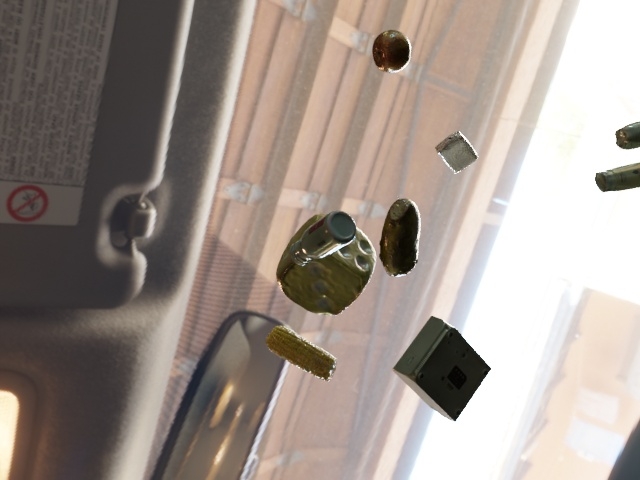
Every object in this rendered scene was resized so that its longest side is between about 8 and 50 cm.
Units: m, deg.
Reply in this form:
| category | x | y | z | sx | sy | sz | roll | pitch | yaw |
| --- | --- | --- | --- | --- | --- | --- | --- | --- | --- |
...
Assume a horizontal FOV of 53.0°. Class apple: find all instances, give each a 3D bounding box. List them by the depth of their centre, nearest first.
| category | x | y | z | sx | sy | sz | roll | pitch | yaw |
| --- | --- | --- | --- | --- | --- | --- | --- | --- | --- |
| apple | 0.142 | -0.373 | 1.264 | 0.071 | 0.084 | 0.083 | -15 | -50 | -15 |

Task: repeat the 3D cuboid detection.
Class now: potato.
| category | x | y | z | sx | sy | sz | roll | pitch | yaw |
| --- | --- | --- | --- | --- | --- | --- | --- | --- | --- |
| potato | 0.234 | -0.011 | 1.898 | 0.149 | 0.113 | 0.251 | -35 | -52 | -53 |

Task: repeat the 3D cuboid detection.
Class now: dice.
| category | x | y | z | sx | sy | sz | roll | pitch | yaw |
| --- | --- | --- | --- | --- | --- | --- | --- | --- | --- |
| dice | 0.017 | 0.073 | 2.010 | 0.233 | 0.238 | 0.226 | -45 | 17 | 36 |

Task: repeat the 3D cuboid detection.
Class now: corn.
| category | x | y | z | sx | sy | sz | roll | pitch | yaw |
| --- | --- | --- | --- | --- | --- | --- | --- | --- | --- |
| corn | -0.059 | 0.358 | 2.035 | 0.093 | 0.244 | 0.093 | -51 | -20 | -27 |

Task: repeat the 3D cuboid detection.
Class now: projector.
| category | x | y | z | sx | sy | sz | roll | pitch | yaw |
| --- | --- | --- | --- | --- | --- | --- | --- | --- | --- |
| projector | 0.353 | 0.367 | 1.832 | 0.250 | 0.108 | 0.198 | 47 | -106 | -26 |

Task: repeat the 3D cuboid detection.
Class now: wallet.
| category | x | y | z | sx | sy | sz | roll | pitch | yaw |
| --- | --- | --- | --- | --- | --- | --- | --- | --- | --- |
| wallet | 0.410 | -0.263 | 1.927 | 0.095 | 0.033 | 0.190 | -36 | -31 | 13 |

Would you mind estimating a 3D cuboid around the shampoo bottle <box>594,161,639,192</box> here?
| category | x | y | z | sx | sy | sz | roll | pitch | yaw |
| --- | --- | --- | --- | --- | --- | --- | --- | --- | --- |
| shampoo bottle | 0.838 | -0.173 | 1.715 | 0.213 | 0.072 | 0.049 | -12 | -15 | -13 |

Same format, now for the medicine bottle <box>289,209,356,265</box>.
| category | x | y | z | sx | sy | sz | roll | pitch | yaw |
| --- | --- | --- | --- | --- | --- | --- | --- | --- | --- |
| medicine bottle | 0.000 | 0.000 | 1.644 | 0.090 | 0.090 | 0.217 | -41 | 5 | -37 |

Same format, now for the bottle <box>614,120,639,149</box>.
| category | x | y | z | sx | sy | sz | roll | pitch | yaw |
| --- | --- | --- | --- | --- | --- | --- | --- | --- | --- |
| bottle | 1.048 | -0.345 | 1.983 | 0.270 | 0.083 | 0.083 | -15 | -45 | -5 |
